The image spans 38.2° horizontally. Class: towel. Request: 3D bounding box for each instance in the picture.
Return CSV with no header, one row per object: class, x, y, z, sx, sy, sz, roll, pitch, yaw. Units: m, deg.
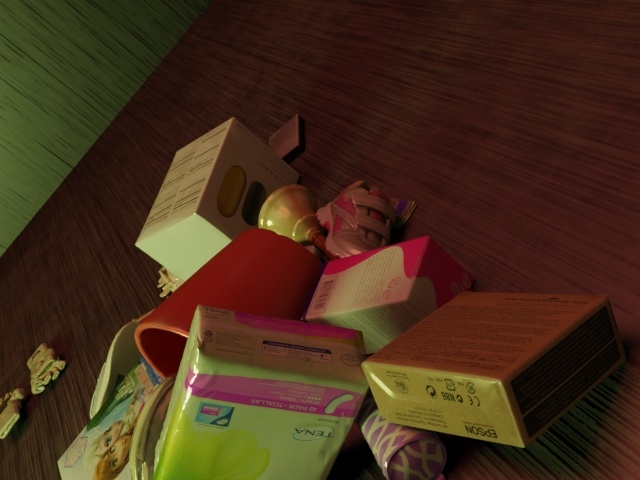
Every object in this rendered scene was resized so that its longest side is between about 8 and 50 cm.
towel,0.125,-0.046,1.565,0.060,0.009,0.083,-55,27,-10

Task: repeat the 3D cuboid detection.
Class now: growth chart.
growth chart,-0.314,0.037,2.108,0.172,0.021,0.237,-46,28,9

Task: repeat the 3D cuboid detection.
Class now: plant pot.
plant pot,-0.113,0.131,1.464,0.275,0.275,0.243,-9,38,52

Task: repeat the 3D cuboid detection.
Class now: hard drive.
hard drive,-0.077,-0.216,2.063,0.094,0.022,0.135,-38,30,24

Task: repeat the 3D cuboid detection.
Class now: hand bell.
hand bell,0.000,0.000,1.622,0.126,0.126,0.242,-51,39,-1

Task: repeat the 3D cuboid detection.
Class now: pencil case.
pencil case,0.094,0.233,1.182,0.086,0.088,0.206,-49,28,9

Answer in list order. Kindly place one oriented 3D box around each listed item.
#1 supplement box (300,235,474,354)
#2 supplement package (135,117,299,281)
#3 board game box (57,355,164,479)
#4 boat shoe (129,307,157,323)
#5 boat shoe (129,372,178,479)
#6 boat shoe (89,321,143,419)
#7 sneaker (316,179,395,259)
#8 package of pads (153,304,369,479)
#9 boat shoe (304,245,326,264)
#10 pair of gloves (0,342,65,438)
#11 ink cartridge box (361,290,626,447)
supplement box,0.095,0.085,1.338,0.220,0.114,0.111,-17,41,49
supplement package,-0.202,-0.064,1.869,0.198,0.199,0.263,-24,37,40
board game box,-0.338,0.369,1.683,0.318,0.066,0.318,-52,27,-2
boat shoe,-0.395,0.197,1.985,0.170,0.063,0.059,-43,34,16
boat shoe,-0.202,0.376,1.358,0.130,0.132,0.356,8,89,43
boat shoe,-0.421,0.275,1.896,0.081,0.079,0.228,-17,52,49
sneaker,0.069,-0.026,1.509,0.111,0.103,0.252,-52,28,16
package of pads,-0.078,0.228,1.196,0.101,0.229,0.297,-99,24,-51
boat shoe,-0.051,0.061,1.624,0.080,0.076,0.228,-47,17,-30
pair of gloves,-0.728,0.373,2.291,0.240,0.042,0.204,-55,24,-14
ink cartridge box,0.195,0.139,1.064,0.193,0.088,0.234,-29,14,-32
